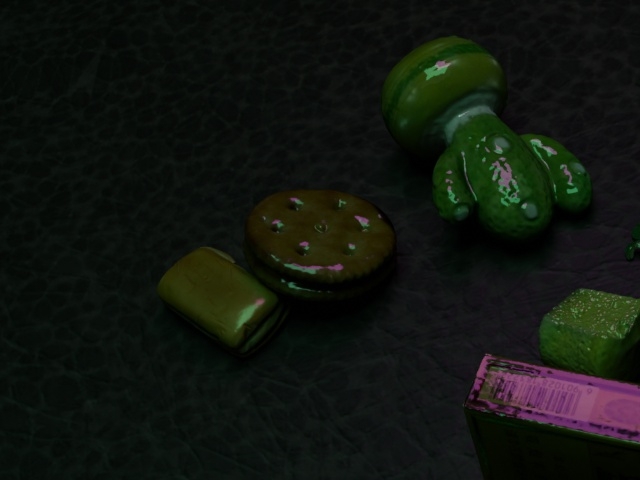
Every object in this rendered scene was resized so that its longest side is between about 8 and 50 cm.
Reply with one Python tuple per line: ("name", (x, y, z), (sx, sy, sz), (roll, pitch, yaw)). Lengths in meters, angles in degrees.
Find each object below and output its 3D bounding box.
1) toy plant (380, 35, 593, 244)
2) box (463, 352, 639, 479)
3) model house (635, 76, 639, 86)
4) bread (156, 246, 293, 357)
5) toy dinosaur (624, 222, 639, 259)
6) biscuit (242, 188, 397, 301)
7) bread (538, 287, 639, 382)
("toy plant", (0.223, -0.127, 1.888), (0.224, 0.184, 0.316), (-18, 54, -23))
("box", (0.324, 0.235, 1.496), (0.301, 0.193, 0.084), (9, 54, 26))
("model house", (0.519, -0.190, 1.805), (0.204, 0.211, 0.243), (29, 63, 38))
("bread", (-0.139, 0.077, 1.887), (0.200, 0.077, 0.116), (32, 73, 37))
("toy dinosaur", (0.446, -0.021, 1.805), (0.060, 0.029, 0.120), (1, 46, 40))
("biscuit", (0.000, 0.000, 1.871), (0.220, 0.066, 0.220), (3, 38, -2))
("bread", (0.339, 0.126, 1.649), (0.114, 0.111, 0.129), (22, 36, 39))
